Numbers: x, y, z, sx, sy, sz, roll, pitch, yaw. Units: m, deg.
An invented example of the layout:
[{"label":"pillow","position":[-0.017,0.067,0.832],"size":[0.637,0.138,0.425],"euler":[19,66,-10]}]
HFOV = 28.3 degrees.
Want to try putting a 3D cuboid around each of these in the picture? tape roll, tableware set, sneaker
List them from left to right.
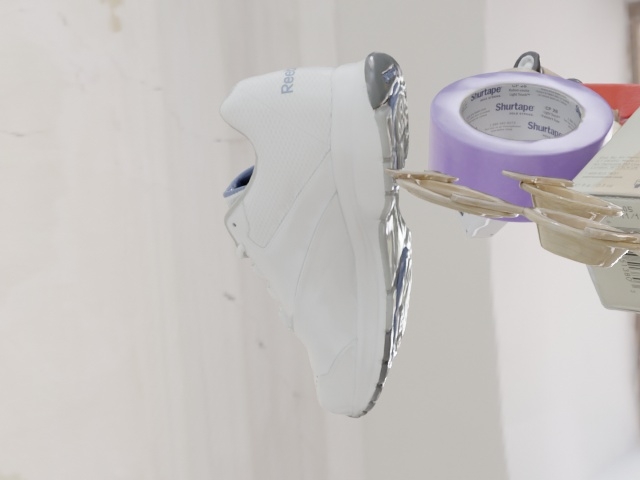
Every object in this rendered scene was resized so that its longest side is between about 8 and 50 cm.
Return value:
[{"label":"sneaker","position":[0.000,0.000,0.910],"size":[0.111,0.129,0.297],"euler":[-71,-19,-57]},{"label":"tape roll","position":[0.207,-0.101,1.325],"size":[0.189,0.189,0.080],"euler":[-38,-43,-43]},{"label":"tableware set","position":[0.123,-0.010,0.609],"size":[0.141,0.168,0.020],"euler":[5,-75,-40]}]

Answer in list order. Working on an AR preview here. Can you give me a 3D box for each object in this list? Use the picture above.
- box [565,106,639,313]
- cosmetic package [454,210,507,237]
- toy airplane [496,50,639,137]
[{"label":"box","position":[0.381,-0.075,1.242],"size":[0.311,0.121,0.148],"euler":[-45,-58,-31]},{"label":"cosmetic package","position":[0.279,-0.107,1.833],"size":[0.060,0.239,0.099],"euler":[-4,-120,-38]},{"label":"toy airplane","position":[0.453,-0.160,2.060],"size":[0.384,0.386,0.272],"euler":[61,-133,-80]}]
